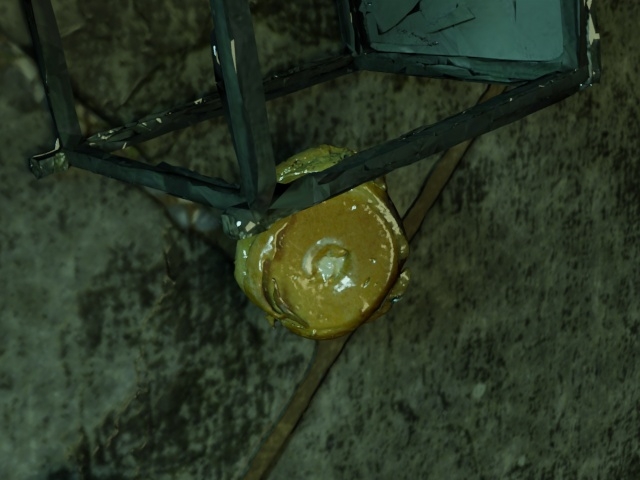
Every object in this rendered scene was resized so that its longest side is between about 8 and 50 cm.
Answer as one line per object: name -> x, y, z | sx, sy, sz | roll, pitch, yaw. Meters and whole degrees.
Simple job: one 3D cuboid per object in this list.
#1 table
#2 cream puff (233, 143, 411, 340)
table -> -0.029, -0.217, 0.578 | 0.272, 0.222, 0.335 | -25, 116, -33
cream puff -> 0.000, 0.000, 0.736 | 0.119, 0.104, 0.133 | 0, 96, -6
